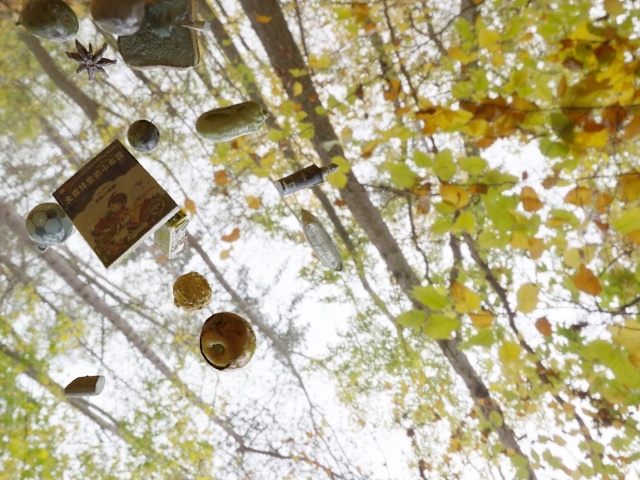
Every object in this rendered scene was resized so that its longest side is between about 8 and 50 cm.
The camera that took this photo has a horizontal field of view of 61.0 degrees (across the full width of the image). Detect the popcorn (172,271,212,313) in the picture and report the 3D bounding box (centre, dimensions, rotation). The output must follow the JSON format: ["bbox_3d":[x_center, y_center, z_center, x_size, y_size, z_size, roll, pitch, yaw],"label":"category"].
[{"bbox_3d":[-0.536,0.219,2.250,0.180,0.180,0.170,-40,-171,-6],"label":"popcorn"}]

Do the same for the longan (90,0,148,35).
[{"bbox_3d":[-0.682,-0.779,1.847,0.187,0.167,0.167,-3,-148,-13],"label":"longan"}]

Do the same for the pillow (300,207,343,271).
[{"bbox_3d":[-0.001,-0.001,1.973,0.078,0.254,0.144,-29,-148,8],"label":"pillow"}]

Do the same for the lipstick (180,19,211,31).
[{"bbox_3d":[-0.367,-0.626,1.580,0.107,0.025,0.025,17,-82,30],"label":"lipstick"}]

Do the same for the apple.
[{"bbox_3d":[-0.357,0.392,2.091,0.237,0.236,0.207,-26,-170,14],"label":"apple"}]

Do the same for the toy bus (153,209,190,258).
[{"bbox_3d":[-0.420,-0.032,1.513,0.074,0.081,0.226,-44,176,-28],"label":"toy bus"}]

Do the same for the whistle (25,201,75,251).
[{"bbox_3d":[-0.890,-0.084,1.823,0.289,0.164,0.163,-60,-149,14],"label":"whistle"}]

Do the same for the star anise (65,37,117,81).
[{"bbox_3d":[-0.666,-0.520,1.584,0.141,0.141,0.042,-26,-132,15],"label":"star anise"}]

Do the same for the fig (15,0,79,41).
[{"bbox_3d":[-0.689,-0.548,1.338,0.178,0.117,0.117,16,-124,21],"label":"fig"}]

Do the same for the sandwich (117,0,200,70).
[{"bbox_3d":[-0.600,-0.767,2.004,0.301,0.271,0.099,0,-160,0],"label":"sandwich"}]

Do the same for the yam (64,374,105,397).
[{"bbox_3d":[-0.731,0.450,1.684,0.147,0.069,0.069,-8,-138,20],"label":"yam"}]

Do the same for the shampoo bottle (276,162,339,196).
[{"bbox_3d":[-0.038,-0.201,1.733,0.208,0.057,0.063,-25,-152,-21],"label":"shampoo bottle"}]

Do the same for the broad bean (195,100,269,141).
[{"bbox_3d":[-0.340,-0.453,2.057,0.291,0.119,0.238,-3,-148,22],"label":"broad bean"}]

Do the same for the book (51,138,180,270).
[{"bbox_3d":[-0.518,-0.100,1.355,0.228,0.018,0.322,-43,-119,-9],"label":"book"}]

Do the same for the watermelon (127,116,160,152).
[{"bbox_3d":[-0.576,-0.354,1.789,0.105,0.105,0.133,15,-100,49],"label":"watermelon"}]
